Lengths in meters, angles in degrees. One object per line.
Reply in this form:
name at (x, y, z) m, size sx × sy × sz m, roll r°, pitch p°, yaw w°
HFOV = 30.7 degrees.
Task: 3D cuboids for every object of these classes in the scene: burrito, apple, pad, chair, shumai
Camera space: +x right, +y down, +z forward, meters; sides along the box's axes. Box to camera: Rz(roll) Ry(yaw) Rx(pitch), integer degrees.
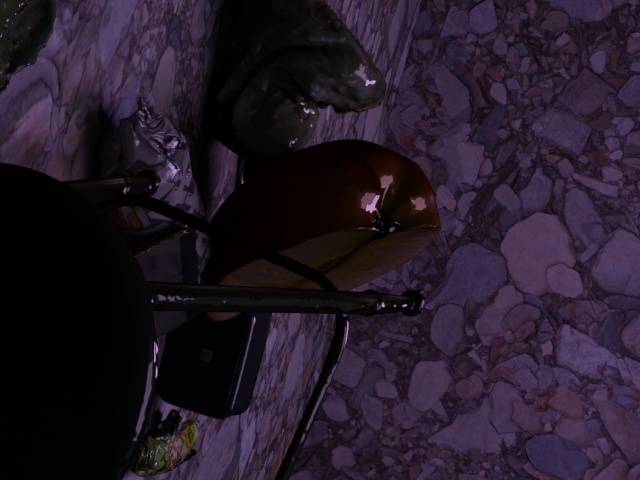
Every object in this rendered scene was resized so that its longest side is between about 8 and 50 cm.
burrito at (-0.247, 0.327, 1.923) m, size 0.288 × 0.054 × 0.104 m, roll 0°, pitch 104°, yaw -79°
apple at (0.000, 0.000, 1.732) m, size 0.365 × 0.295 × 0.329 m, roll -35°, pitch -161°, yaw 47°
pad at (-0.228, 0.075, 1.489) m, size 0.174 × 0.022 × 0.233 m, roll -30°, pitch 154°, yaw -18°
chair at (-0.192, 0.122, 1.029) m, size 0.364 × 0.362 × 0.410 m, roll -66°, pitch 156°, yaw 1°
burrito at (-0.208, -0.046, 1.468) m, size 0.139 × 0.101 × 0.445 m, roll -59°, pitch 167°, yaw -20°
shumai at (-0.074, -0.261, 1.778) m, size 0.263 × 0.304 × 0.309 m, roll -41°, pitch 173°, yaw 8°

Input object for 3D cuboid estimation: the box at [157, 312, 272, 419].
box at (-0.172, 0.178, 1.870) m, size 0.090 × 0.144 × 0.201 m, roll -4°, pitch 110°, yaw -75°

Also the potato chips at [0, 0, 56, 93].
potato chips at (-0.271, -0.253, 0.916) m, size 0.358 × 0.070 × 0.429 m, roll 99°, pitch 12°, yaw -46°

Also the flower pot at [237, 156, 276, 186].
flower pot at (-0.073, -0.169, 2.003) m, size 0.108 × 0.103 × 0.229 m, roll -61°, pitch 163°, yaw -57°
